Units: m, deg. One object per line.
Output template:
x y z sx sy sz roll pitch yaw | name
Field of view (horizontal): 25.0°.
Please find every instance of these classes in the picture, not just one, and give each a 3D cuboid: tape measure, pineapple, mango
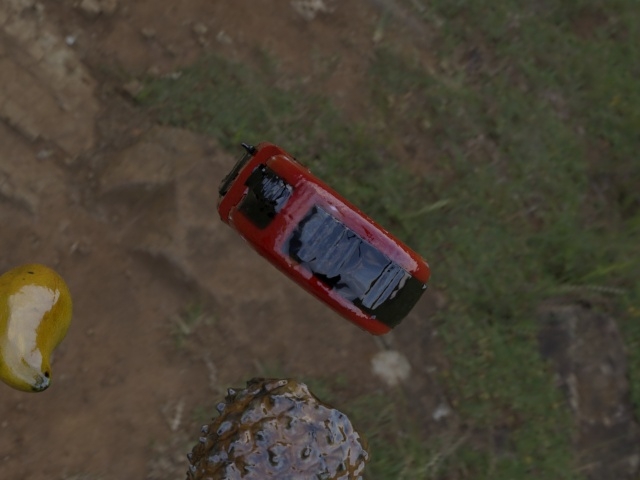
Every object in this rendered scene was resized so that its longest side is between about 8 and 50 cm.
0.000 0.001 1.635 0.253 0.260 0.114 36 93 -11 | tape measure
-0.100 0.298 1.316 0.165 0.165 0.364 36 78 -14 | pineapple
-0.316 0.089 1.539 0.098 0.075 0.190 15 37 -12 | mango
